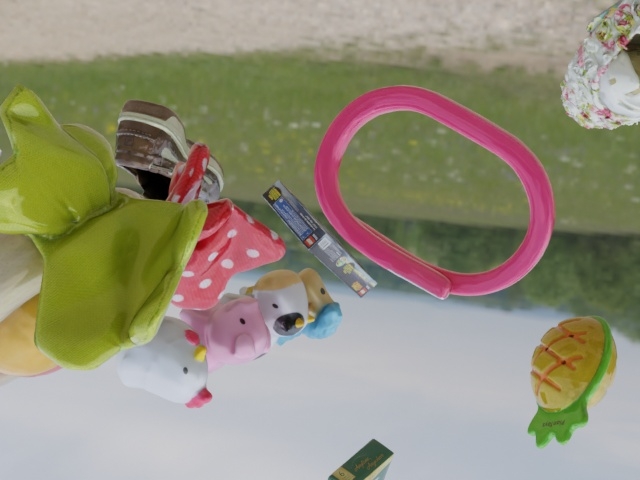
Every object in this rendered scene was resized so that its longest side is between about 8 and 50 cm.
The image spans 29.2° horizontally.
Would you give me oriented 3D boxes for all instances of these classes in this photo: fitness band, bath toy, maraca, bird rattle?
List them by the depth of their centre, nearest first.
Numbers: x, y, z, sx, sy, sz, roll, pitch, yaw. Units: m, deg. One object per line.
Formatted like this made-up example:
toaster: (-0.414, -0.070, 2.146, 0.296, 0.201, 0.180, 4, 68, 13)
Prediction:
bird rattle: (-0.146, 0.013, 0.708, 0.207, 0.143, 0.253, -36, 178, 3)
fitness band: (0.133, -0.057, 1.440, 0.291, 0.209, 0.054, 32, -171, 12)
maraca: (0.313, 0.176, 1.547, 0.099, 0.185, 0.127, 31, 152, -17)
bath toy: (-0.109, 0.121, 1.568, 0.129, 0.151, 0.348, 39, -152, 19)

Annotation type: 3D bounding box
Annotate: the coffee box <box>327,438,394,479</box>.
coffee box: (0.035, 0.371, 1.697, 0.040, 0.184, 0.113, 33, -144, 23)

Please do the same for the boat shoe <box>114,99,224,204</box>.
boat shoe: (-0.194, -0.081, 1.512, 0.095, 0.095, 0.257, 9, 164, 19)

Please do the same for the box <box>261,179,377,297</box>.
box: (0.000, 0.000, 1.306, 0.094, 0.027, 0.137, 50, -177, 36)

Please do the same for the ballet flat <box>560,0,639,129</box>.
ballet flat: (0.248, -0.144, 0.868, 0.091, 0.077, 0.241, 19, 139, -16)
